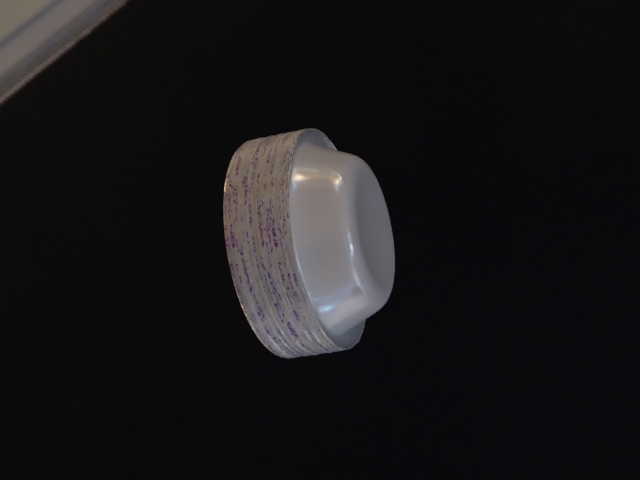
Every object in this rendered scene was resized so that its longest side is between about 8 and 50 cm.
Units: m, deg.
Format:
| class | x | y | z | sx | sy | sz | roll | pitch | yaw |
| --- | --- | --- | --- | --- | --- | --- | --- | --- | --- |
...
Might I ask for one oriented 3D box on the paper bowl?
| class | x | y | z | sx | sy | sz | roll | pitch | yaw |
| --- | --- | --- | --- | --- | --- | --- | --- | --- | --- |
| paper bowl | 0.000 | 0.000 | 1.554 | 0.148 | 0.284 | 0.284 | -10 | -87 | 18 |
